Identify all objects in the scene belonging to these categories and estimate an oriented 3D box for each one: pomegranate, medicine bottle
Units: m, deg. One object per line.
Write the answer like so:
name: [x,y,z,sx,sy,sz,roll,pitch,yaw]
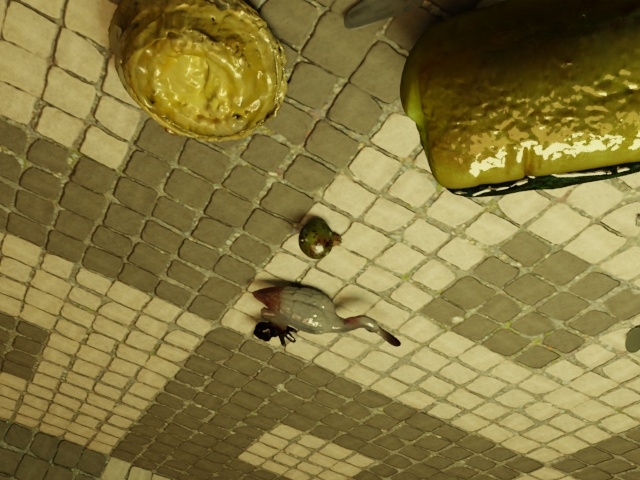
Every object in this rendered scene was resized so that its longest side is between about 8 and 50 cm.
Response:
pomegranate: [0.000,0.003,1.231,0.085,0.073,0.073,28,136,-17]
medicine bottle: [0.666,0.215,1.318,0.091,0.058,0.058,23,137,-12]

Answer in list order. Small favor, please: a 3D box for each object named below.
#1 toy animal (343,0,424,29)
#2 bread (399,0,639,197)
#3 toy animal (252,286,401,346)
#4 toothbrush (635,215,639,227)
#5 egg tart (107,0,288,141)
toy animal: [0.073,-0.364,0.814,0.255,0.176,0.239,29,145,34]
bread: [0.289,-0.189,0.826,0.377,0.208,0.251,-6,93,22]
toy animal: [-0.011,0.157,1.388,0.324,0.090,0.195,-5,143,31]
toothbrush: [0.658,-0.025,1.089,0.257,0.018,0.024,2,140,10]
egg tart: [-0.187,-0.249,0.983,0.279,0.095,0.278,7,136,7]
